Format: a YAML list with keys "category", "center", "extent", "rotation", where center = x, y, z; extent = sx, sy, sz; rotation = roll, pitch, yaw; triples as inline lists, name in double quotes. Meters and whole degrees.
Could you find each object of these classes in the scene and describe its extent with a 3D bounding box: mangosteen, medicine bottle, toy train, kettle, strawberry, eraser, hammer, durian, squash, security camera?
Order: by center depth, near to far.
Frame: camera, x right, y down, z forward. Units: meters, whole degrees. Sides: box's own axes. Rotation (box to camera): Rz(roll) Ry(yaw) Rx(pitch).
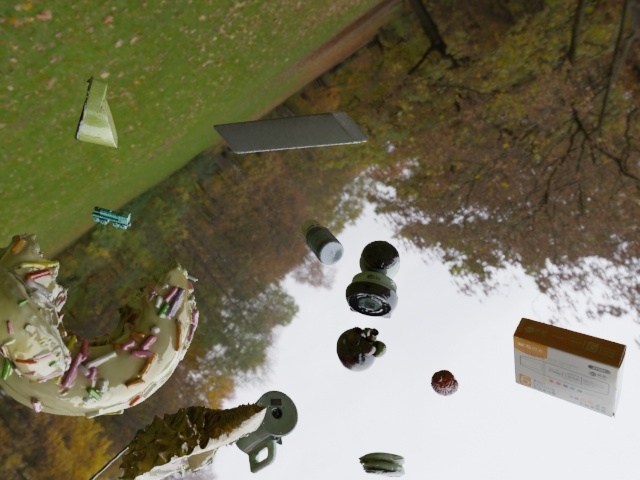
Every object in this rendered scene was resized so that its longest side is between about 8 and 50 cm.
- category: "durian"
  center: [-0.167, 0.247, 0.658]
  extent: [0.224, 0.078, 0.140]
  rotation: [-32, 150, 10]
- category: "kettle"
  center: [-0.118, 0.412, 1.105]
  extent: [0.098, 0.126, 0.148]
  rotation: [-21, 158, -47]
- category: "eraser"
  center: [-0.070, -0.252, 1.192]
  extent: [0.353, 0.077, 0.111]
  rotation: [0, -165, 21]
- category: "toy train"
  center: [-0.497, -0.055, 1.206]
  extent: [0.029, 0.092, 0.045]
  rotation: [-83, -167, -47]
- category: "medicine bottle"
  center: [0.000, 0.000, 1.543]
  extent: [0.084, 0.083, 0.203]
  rotation: [-36, -151, -3]
- category: "strawberry"
  center: [0.380, 0.439, 1.567]
  extent: [0.083, 0.096, 0.083]
  rotation: [-31, -143, 27]
- category: "squash"
  center: [-0.715, -0.418, 1.648]
  extent: [0.220, 0.133, 0.220]
  rotation: [-172, -90, -68]
- category: "hammer"
  center: [-0.701, 0.739, 1.684]
  extent: [0.292, 0.029, 0.058]
  rotation: [-39, 164, -52]
- category: "mangosteen"
  center: [0.149, 0.403, 1.880]
  extent: [0.184, 0.172, 0.172]
  rotation: [-6, -153, 28]
- category: "security camera"
  center: [0.214, 0.130, 1.917]
  extent: [0.197, 0.191, 0.277]
  rotation: [10, -127, 12]

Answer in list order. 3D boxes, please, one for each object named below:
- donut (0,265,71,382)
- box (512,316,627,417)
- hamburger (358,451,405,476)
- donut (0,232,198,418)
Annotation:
- category: "donut"
  center: [-0.394, 0.111, 0.657]
  extent: [0.068, 0.174, 0.175]
  rotation: [-34, -169, -33]
- category: "box"
  center: [0.675, 0.344, 1.395]
  extent: [0.274, 0.220, 0.091]
  rotation: [12, -136, 39]
- category: "hamburger"
  center: [0.186, 0.671, 1.517]
  extent: [0.133, 0.140, 0.062]
  rotation: [-43, -142, 52]
- category: "donut"
  center: [-0.405, 0.149, 0.893]
  extent: [0.150, 0.371, 0.307]
  rotation: [-31, -130, 55]
